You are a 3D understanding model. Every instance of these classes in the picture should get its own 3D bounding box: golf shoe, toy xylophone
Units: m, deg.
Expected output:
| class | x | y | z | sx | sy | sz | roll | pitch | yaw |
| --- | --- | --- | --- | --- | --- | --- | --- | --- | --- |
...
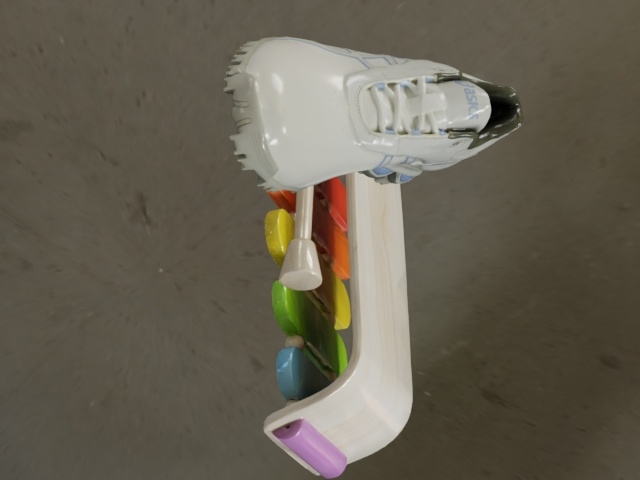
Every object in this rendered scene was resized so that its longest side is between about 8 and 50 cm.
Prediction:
| class | x | y | z | sx | sy | sz | roll | pitch | yaw |
| --- | --- | --- | --- | --- | --- | --- | --- | --- | --- |
| golf shoe | 0.027 | -0.060 | 0.662 | 0.086 | 0.176 | 0.069 | -9 | 90 | 30 |
| toy xylophone | 0.000 | 0.000 | 1.143 | 0.081 | 0.236 | 0.323 | -12 | 52 | 17 |
